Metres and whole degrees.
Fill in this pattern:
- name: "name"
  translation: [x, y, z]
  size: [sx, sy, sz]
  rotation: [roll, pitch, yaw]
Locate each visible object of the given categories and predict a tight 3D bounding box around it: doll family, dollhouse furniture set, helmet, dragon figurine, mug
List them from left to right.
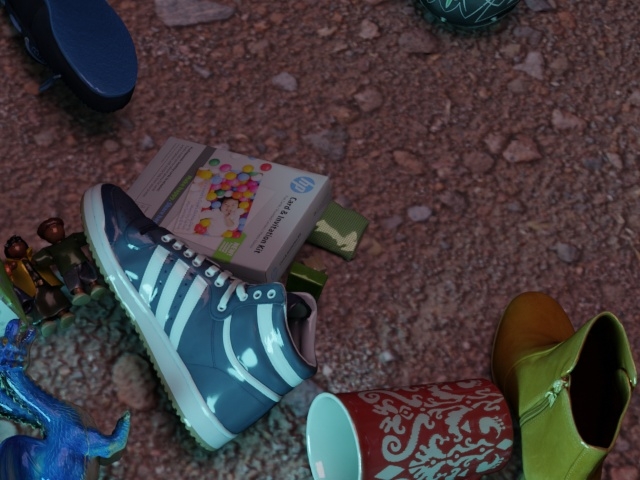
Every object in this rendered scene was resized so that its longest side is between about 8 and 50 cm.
- name: "doll family"
  translation: [-0.302, 0.046, 1.710]
  size: [0.193, 0.076, 0.111]
  rotation: [-23, 67, -26]
- name: "dragon figurine"
  translation: [-0.244, 0.216, 1.576]
  size: [0.144, 0.085, 0.289]
  rotation: [5, 72, -12]
- name: "dollhouse furniture set"
  translation: [0.000, 0.000, 1.835]
  size: [0.076, 0.058, 0.152]
  rotation: [23, 51, 2]
- name: "mug"
  translation: [0.085, 0.203, 1.694]
  size: [0.169, 0.150, 0.113]
  rotation: [-8, 20, -25]
- name: "helmet"
  translation: [0.183, -0.337, 2.088]
  size: [0.169, 0.169, 0.161]
  rotation: [27, 34, 6]

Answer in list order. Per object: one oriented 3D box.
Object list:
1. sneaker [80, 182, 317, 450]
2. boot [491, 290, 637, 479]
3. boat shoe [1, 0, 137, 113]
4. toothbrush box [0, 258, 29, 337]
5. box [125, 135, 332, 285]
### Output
- name: "sneaker"
  translation: [-0.106, 0.040, 1.694]
  size: [0.153, 0.099, 0.282]
  rotation: [-33, 75, 13]
- name: "boot"
  translation: [0.240, 0.121, 1.710]
  size: [0.104, 0.211, 0.295]
  rotation: [11, 51, -8]
- name: "boat shoe"
  translation: [-0.269, -0.221, 1.918]
  size: [0.109, 0.089, 0.258]
  rotation: [-3, 48, -33]
- name: "toothbrush box"
  translation: [-0.422, -0.008, 1.644]
  size: [0.206, 0.122, 0.283]
  rotation: [-28, 63, -3]
- name: "box"
  translation: [-0.103, -0.028, 1.806]
  size: [0.186, 0.038, 0.145]
  rotation: [16, 49, 21]
